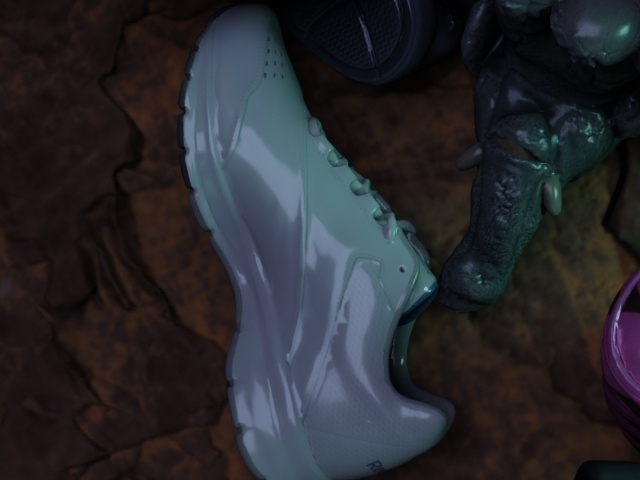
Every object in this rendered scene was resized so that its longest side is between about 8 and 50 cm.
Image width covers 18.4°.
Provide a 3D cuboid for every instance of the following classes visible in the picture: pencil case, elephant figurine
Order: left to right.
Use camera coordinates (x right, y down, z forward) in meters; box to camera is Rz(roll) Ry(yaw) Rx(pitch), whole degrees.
[{"bbox_3d":[0.139,-0.101,1.121,0.186,0.239,0.169,-15,59,-13],"label":"elephant figurine"},{"bbox_3d":[0.197,0.062,1.033,0.095,0.209,0.098,20,80,11],"label":"pencil case"}]

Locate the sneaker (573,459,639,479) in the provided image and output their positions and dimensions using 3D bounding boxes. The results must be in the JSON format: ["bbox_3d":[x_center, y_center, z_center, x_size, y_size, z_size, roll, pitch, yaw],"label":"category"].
[{"bbox_3d":[0.201,0.252,1.059,0.145,0.090,0.270,3,97,-5],"label":"sneaker"}]

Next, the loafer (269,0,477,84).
[{"bbox_3d":[-0.019,-0.210,1.217,0.302,0.095,0.109,50,126,22],"label":"loafer"}]

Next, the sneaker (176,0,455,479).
[{"bbox_3d":[0.000,0.000,1.155,0.129,0.111,0.297,-15,85,16],"label":"sneaker"}]
